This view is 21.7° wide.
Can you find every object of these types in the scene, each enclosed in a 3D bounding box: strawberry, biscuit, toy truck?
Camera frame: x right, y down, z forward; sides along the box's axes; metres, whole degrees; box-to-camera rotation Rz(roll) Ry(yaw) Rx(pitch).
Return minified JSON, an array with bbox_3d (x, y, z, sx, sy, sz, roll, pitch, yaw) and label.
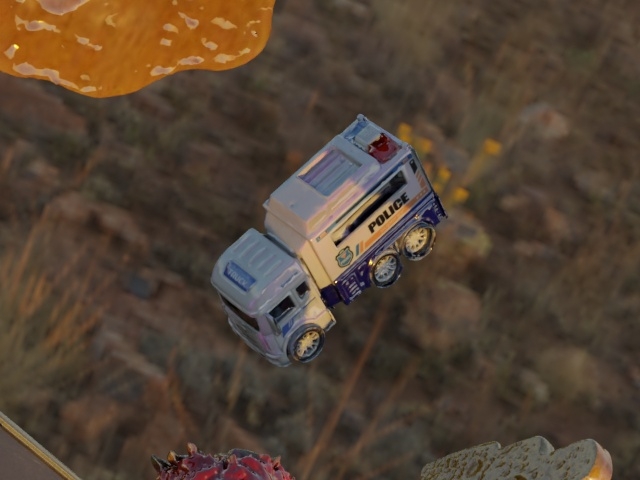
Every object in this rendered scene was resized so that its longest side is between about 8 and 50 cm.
[{"bbox_3d":[-0.100,0.408,2.218,0.233,0.138,0.306,8,53,-35],"label":"strawberry"},{"bbox_3d":[0.177,0.268,1.640,0.041,0.212,0.238,46,-14,-29],"label":"biscuit"},{"bbox_3d":[-0.150,-0.289,1.255,0.385,0.365,0.062,12,18,-37],"label":"biscuit"},{"bbox_3d":[0.000,0.000,1.878,0.124,0.268,0.155,35,-18,42],"label":"toy truck"}]

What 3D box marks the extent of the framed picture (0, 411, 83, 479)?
[{"bbox_3d":[-0.271,0.238,1.502,0.203,0.015,0.150,41,29,-8],"label":"framed picture"}]
